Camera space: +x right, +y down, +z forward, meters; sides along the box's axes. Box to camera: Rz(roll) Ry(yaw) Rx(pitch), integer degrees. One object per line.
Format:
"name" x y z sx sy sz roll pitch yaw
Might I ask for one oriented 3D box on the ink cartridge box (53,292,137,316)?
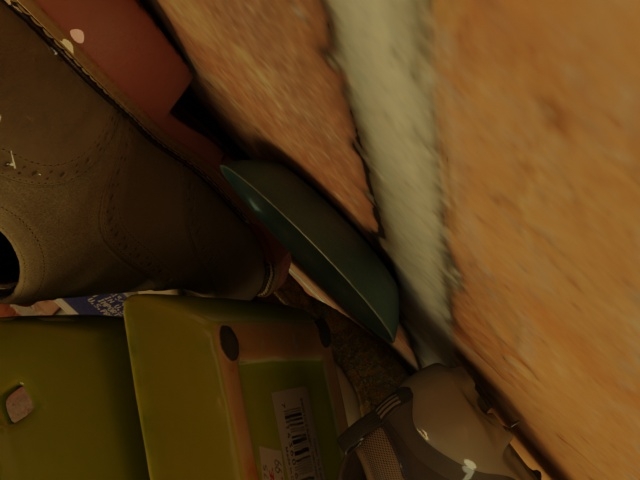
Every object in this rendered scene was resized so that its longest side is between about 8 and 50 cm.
"ink cartridge box" -0.244 -0.117 0.939 0.324 0.071 0.330 52 -160 -44

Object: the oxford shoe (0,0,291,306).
"oxford shoe" -0.128 -0.030 0.595 0.140 0.146 0.397 40 173 26

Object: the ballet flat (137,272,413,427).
"ballet flat" -0.045 0.081 0.822 0.348 0.123 0.123 46 174 25

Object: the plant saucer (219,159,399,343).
"plant saucer" 0.000 0.000 0.530 0.119 0.021 0.119 45 174 6

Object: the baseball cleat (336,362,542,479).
"baseball cleat" 0.076 0.150 0.586 0.206 0.109 0.072 55 -176 -28

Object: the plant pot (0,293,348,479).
"plant pot" -0.097 0.142 0.589 0.227 0.207 0.228 14 -118 -69
